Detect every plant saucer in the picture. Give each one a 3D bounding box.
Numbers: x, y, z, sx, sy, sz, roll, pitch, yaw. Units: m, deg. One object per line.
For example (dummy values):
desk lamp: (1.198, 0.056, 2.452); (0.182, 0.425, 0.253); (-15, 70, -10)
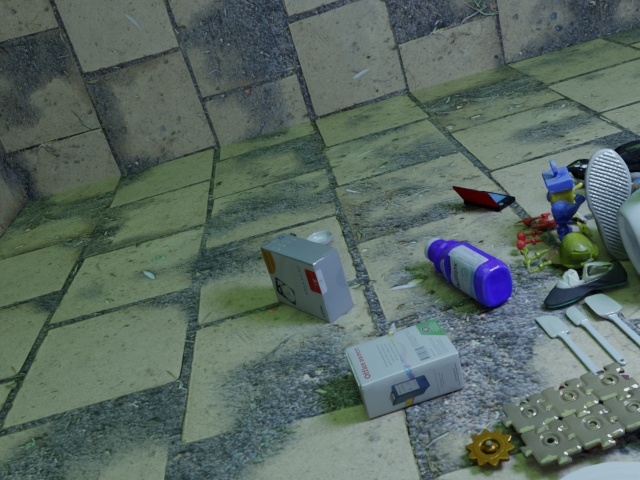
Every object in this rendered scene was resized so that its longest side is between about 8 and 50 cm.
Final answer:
plant saucer: (0.609, 0.043, 1.752); (0.083, 0.015, 0.083); (-13, 25, 6)

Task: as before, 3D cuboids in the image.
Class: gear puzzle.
gear puzzle: (0.424, 0.336, 1.238); (0.339, 0.044, 0.175); (-21, 27, -3)

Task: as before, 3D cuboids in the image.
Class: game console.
game console: (0.499, -0.145, 2.126); (0.124, 0.085, 0.144); (-31, 29, -27)

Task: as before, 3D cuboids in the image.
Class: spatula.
spatula: (0.579, 0.193, 1.458); (0.168, 0.019, 0.242); (-17, 25, -3)

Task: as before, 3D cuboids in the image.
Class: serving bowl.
serving bowl: (0.000, 0.000, 2.198); (0.083, 0.027, 0.083); (-13, 26, 6)

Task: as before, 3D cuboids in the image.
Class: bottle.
bottle: (0.359, 0.065, 1.738); (0.092, 0.118, 0.283); (-24, 27, -15)

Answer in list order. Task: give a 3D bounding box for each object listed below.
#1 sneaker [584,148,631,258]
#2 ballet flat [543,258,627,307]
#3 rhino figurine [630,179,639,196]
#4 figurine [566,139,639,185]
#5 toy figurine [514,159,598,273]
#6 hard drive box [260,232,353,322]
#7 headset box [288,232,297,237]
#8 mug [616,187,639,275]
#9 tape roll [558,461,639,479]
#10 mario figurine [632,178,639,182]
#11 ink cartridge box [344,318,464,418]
sneaker: (0.692, -0.107, 1.698); (0.102, 0.282, 0.161); (-12, 24, 15)
ballet flat: (0.600, 0.091, 1.594); (0.203, 0.074, 0.074); (-18, 25, -3)
rhino figurine: (0.820, -0.089, 1.725); (0.073, 0.106, 0.243); (1, 26, -36)
figurine: (0.816, -0.207, 1.991); (0.210, 0.092, 0.215); (-10, -9, 24)
toy figurine: (0.585, -0.091, 1.775); (0.191, 0.217, 0.362); (-8, 21, 16)
hard drive box: (-0.037, 0.094, 1.846); (0.089, 0.181, 0.232); (-33, 29, -31)
headset box: (-0.109, 0.023, 2.177); (0.083, 0.062, 0.032); (-26, 26, -19)
mug: (0.812, -0.084, 1.475); (0.328, 0.374, 0.276); (-21, 25, 11)
tape roll: (0.432, 0.438, 0.944); (0.286, 0.100, 0.286); (-13, 24, 6)
mario figurine: (0.936, -0.119, 1.816); (0.321, 0.170, 0.198); (-18, 59, 22)
ink cartridge box: (0.173, 0.266, 1.466); (0.213, 0.093, 0.154); (-17, 24, -4)
